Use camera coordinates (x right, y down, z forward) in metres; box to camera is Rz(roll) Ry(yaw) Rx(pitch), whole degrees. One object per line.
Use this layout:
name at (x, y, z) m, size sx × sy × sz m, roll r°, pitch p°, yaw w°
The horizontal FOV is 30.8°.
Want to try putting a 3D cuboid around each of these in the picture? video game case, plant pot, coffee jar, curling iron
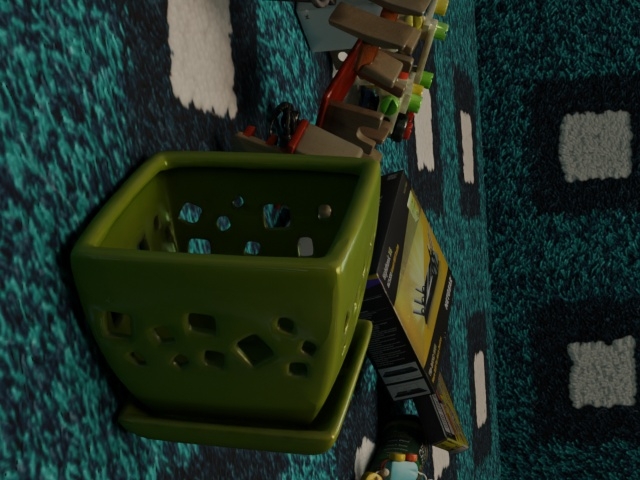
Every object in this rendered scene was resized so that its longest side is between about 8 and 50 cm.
video game case at (0.183, 0.241, 2.072) m, size 0.248 × 0.035 × 0.275 m, roll 40°, pitch 28°, yaw -69°
plant pot at (-0.067, 0.056, 1.030) m, size 0.228 × 0.227 × 0.207 m, roll -66°, pitch 156°, yaw -60°
coffee jar at (0.132, 0.369, 1.937) m, size 0.184 × 0.079 × 0.096 m, roll -61°, pitch 145°, yaw -64°
curling iron at (-0.020, -0.089, 1.567) m, size 0.274 × 0.035 × 0.068 m, roll 67°, pitch 37°, yaw -56°

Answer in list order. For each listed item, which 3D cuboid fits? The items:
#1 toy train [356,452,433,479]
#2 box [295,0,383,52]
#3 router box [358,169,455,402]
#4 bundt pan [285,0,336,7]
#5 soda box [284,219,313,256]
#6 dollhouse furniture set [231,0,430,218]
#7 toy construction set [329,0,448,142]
toy train at (0.098, 0.402, 1.801) m, size 0.166 × 0.046 × 0.125 m, roll -38°, pitch 109°, yaw -27°
box at (0.044, -0.368, 1.676) m, size 0.091 × 0.130 × 0.171 m, roll 65°, pitch 27°, yaw -55°
router box at (0.126, 0.068, 1.879) m, size 0.243 × 0.081 × 0.309 m, roll 62°, pitch 25°, yaw -27°
bundt pan at (-0.067, -0.417, 1.296) m, size 0.331 × 0.124 × 0.331 m, roll -4°, pitch 90°, yaw -75°
soda box at (0.000, 0.000, 1.486) m, size 0.216 × 0.073 × 0.069 m, roll -57°, pitch 144°, yaw -51°
dollhouse furniture set at (0.007, -0.152, 1.367) m, size 0.262 × 0.135 × 0.259 m, roll 106°, pitch 9°, yaw -46°
toy construction set at (0.122, -0.289, 1.903) m, size 0.327 × 0.151 × 0.215 m, roll -38°, pitch 148°, yaw -63°
